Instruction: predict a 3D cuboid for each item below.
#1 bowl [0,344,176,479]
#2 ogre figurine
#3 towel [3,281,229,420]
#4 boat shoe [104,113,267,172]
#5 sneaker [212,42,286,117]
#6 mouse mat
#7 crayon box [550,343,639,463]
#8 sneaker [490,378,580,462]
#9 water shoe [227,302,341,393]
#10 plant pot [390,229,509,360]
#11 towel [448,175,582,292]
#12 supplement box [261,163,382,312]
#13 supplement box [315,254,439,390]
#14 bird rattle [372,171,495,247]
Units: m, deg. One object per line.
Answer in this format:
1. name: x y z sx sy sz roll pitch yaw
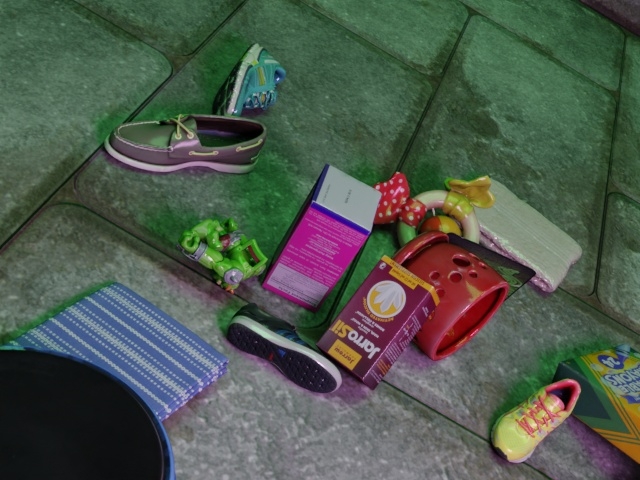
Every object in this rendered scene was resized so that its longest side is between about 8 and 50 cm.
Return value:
1. bowl: -0.356 0.268 1.068 0.391 0.077 0.391 13 33 -8
2. ogre figurine: -0.155 0.020 1.539 0.118 0.097 0.197 45 -3 8
3. towel: -0.316 0.194 1.297 0.243 0.040 0.336 33 37 18
4. boat shoe: -0.242 -0.188 1.705 0.305 0.091 0.109 0 49 -33
5. sneaker: -0.138 -0.312 1.896 0.110 0.107 0.275 36 39 -11
6. mouse mat: 0.289 0.057 1.750 0.190 0.152 0.007 23 54 -10
7. crayon box: 0.597 0.313 1.650 0.203 0.083 0.323 -7 32 -38
8. sneaker: 0.371 0.298 1.590 0.081 0.094 0.208 46 53 14
9. water shoe: -0.048 0.165 1.485 0.203 0.073 0.080 31 37 -2
10. plant pot: 0.209 0.087 1.639 0.191 0.191 0.174 -19 59 -43
11. towel: 0.415 -0.016 1.986 0.282 0.049 0.187 39 42 10
12. supplement box: 0.000 0.000 1.569 0.114 0.220 0.111 28 41 -7
13. supplement box: 0.094 0.133 1.508 0.104 0.081 0.188 34 80 25
14. bird rattle: 0.221 -0.041 1.816 0.254 0.143 0.206 -7 75 -20
